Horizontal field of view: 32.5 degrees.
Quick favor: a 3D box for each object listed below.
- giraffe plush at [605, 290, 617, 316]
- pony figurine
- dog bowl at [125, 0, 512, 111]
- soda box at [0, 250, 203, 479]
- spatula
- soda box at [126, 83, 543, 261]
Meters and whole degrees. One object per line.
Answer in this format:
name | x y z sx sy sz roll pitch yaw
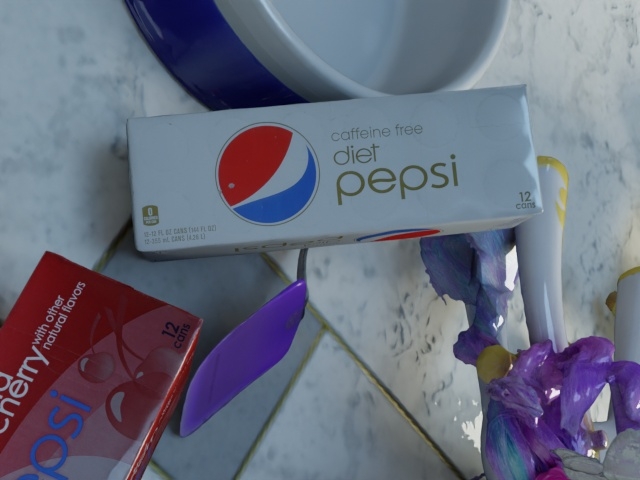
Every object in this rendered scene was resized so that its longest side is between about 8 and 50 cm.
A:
giraffe plush | 0.361 0.077 0.930 0.210 0.181 0.170 -47 127 -19
pony figurine | 0.146 0.141 0.680 0.351 0.302 0.364 35 45 -43
dog bowl | 0.000 -0.199 0.682 0.264 0.104 0.265 9 76 -42
soda box | -0.144 0.142 0.480 0.083 0.092 0.263 23 61 0
spatula | 0.000 0.000 0.685 0.030 0.084 0.296 26 50 9
soda box | 0.006 -0.035 0.604 0.216 0.069 0.074 -5 84 -4
